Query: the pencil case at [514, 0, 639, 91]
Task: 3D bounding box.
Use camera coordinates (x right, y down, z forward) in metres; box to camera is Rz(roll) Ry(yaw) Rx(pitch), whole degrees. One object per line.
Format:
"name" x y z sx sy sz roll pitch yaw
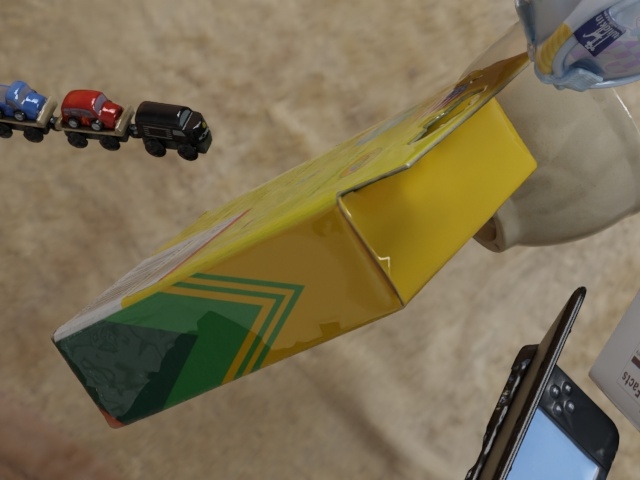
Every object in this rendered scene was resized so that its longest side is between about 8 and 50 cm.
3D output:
"pencil case" 0.138 -0.221 1.003 0.124 0.113 0.273 -38 63 42

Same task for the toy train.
"toy train" -0.144 -0.076 1.084 0.158 0.027 0.036 8 140 17

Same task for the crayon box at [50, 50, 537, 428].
"crayon box" 0.000 0.000 1.113 0.318 0.202 0.081 -26 100 40

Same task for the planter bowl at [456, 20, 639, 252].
"planter bowl" 0.141 -0.059 1.229 0.109 0.162 0.162 -34 91 -13

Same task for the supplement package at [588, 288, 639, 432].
"supplement package" 0.270 0.017 0.875 0.139 0.134 0.244 27 100 -18

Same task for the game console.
"game console" 0.102 0.101 0.762 0.107 0.122 0.071 44 147 -24
